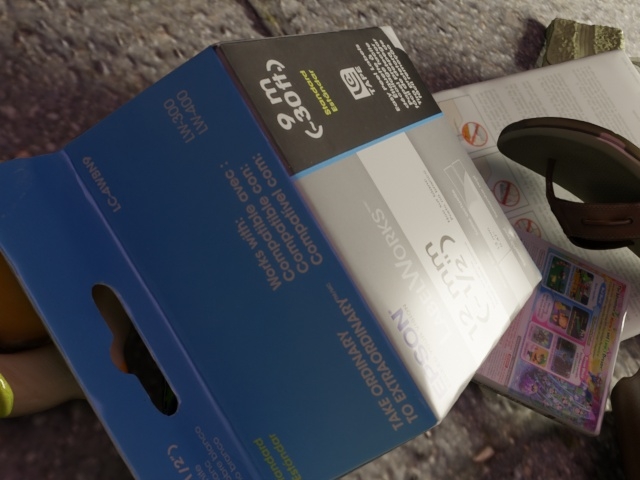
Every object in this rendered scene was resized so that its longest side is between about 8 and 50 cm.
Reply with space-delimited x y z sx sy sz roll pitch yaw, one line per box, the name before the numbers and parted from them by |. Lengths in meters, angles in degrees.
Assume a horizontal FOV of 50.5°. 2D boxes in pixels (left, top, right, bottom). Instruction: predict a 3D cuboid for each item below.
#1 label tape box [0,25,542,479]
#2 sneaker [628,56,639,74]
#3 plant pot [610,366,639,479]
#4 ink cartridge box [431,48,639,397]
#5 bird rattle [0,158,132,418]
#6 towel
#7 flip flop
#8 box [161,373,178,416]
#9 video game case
label tape box | 0.000 0.000 0.447 0.249 0.115 0.348 59 34 0
sneaker | 0.438 -0.150 0.917 0.132 0.086 0.228 -13 60 -32
plant pot | 0.337 0.200 0.588 0.167 0.167 0.165 22 45 -20
ink cartridge box | 0.248 -0.031 0.737 0.385 0.091 0.308 -18 73 -21
bird rattle | -0.213 0.017 0.392 0.207 0.143 0.253 12 43 -41
towel | 0.361 -0.260 0.926 0.110 0.027 0.148 13 44 12
flip flop | 0.280 -0.016 0.642 0.277 0.112 0.080 41 77 -2
box | -0.079 0.043 0.475 0.059 0.054 0.168 7 60 -30
video game case | 0.204 0.077 0.620 0.143 0.019 0.157 26 65 -3
